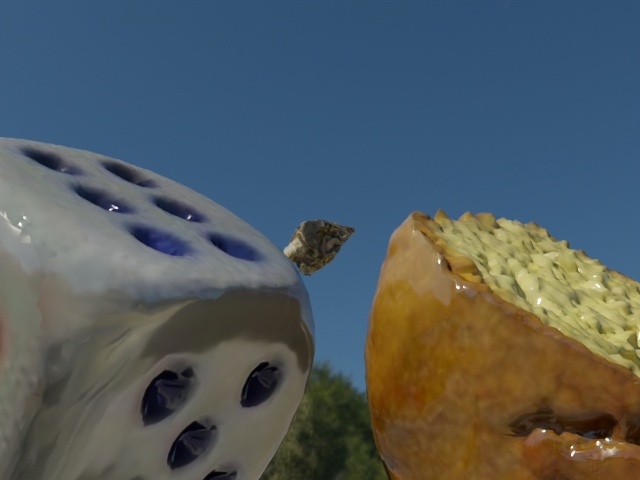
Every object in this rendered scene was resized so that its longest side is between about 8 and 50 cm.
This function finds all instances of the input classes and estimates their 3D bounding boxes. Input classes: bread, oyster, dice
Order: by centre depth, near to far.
[{"bbox_3d":[0.162,0.133,0.399,0.340,0.179,0.194,31,23,22],"label":"bread"},{"bbox_3d":[-0.134,0.062,0.437,0.193,0.192,0.194,31,15,34],"label":"dice"},{"bbox_3d":[-0.002,-0.002,0.812,0.051,0.093,0.034,32,-48,7],"label":"oyster"}]
